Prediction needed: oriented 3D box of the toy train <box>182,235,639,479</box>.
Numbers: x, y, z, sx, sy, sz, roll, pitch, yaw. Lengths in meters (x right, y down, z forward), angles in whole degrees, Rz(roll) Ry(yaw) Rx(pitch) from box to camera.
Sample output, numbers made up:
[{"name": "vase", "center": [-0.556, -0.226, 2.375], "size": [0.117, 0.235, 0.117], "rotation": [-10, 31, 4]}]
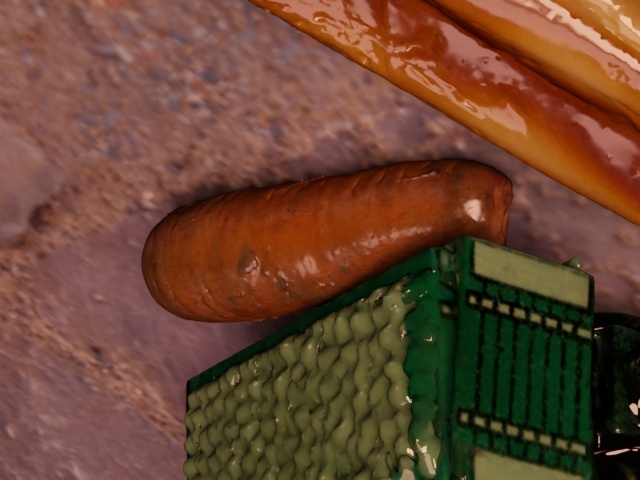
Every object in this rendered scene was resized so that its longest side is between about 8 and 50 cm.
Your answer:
[{"name": "toy train", "center": [0.052, 0.092, 0.749], "size": [0.154, 0.115, 0.269], "rotation": [9, 158, -28]}]

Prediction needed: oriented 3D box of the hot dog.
[{"name": "hot dog", "center": [0.064, -0.083, 0.602], "size": [0.249, 0.068, 0.100], "rotation": [30, 152, -3]}]

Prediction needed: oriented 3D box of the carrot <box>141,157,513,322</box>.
[{"name": "carrot", "center": [0.000, 0.000, 0.741], "size": [0.186, 0.060, 0.060], "rotation": [-11, 129, 37]}]
